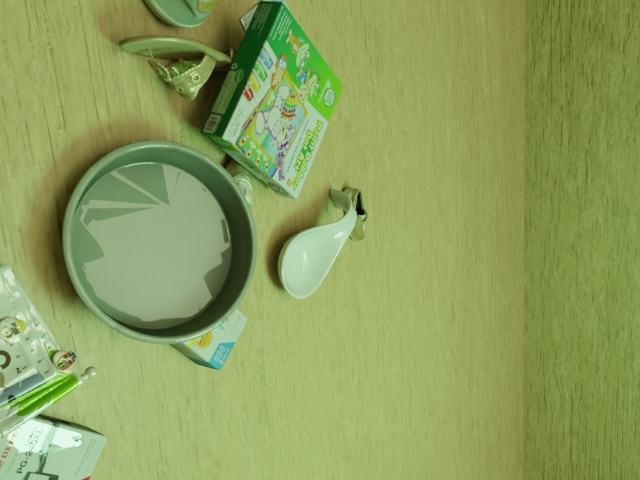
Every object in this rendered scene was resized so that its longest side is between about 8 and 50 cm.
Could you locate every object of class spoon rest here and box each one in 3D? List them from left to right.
[{"bbox_3d":[0.000,0.000,1.165,0.276,0.084,0.137,-57,135,-33],"label":"spoon rest"}]

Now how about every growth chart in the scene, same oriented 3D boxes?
[{"bbox_3d":[-0.394,0.117,0.651,0.172,0.021,0.237,-44,109,-46],"label":"growth chart"}]

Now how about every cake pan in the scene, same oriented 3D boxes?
[{"bbox_3d":[-0.229,0.003,0.822,0.293,0.054,0.293,6,81,-39],"label":"cake pan"}]

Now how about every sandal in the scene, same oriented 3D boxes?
[{"bbox_3d":[-0.194,-0.257,0.867,0.240,0.088,0.079,-17,102,-57],"label":"sandal"}]

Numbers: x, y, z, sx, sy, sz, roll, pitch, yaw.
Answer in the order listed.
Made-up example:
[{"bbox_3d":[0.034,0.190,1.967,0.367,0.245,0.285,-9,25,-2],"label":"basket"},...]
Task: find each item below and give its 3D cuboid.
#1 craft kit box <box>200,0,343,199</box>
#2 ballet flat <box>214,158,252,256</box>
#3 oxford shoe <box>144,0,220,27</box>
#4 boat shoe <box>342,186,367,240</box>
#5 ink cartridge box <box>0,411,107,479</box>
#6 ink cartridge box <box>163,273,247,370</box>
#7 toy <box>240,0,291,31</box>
[{"bbox_3d":[-0.071,-0.233,0.980,0.246,0.061,0.250,37,72,-60],"label":"craft kit box"},{"bbox_3d":[-0.152,-0.052,0.965,0.073,0.067,0.206,37,65,-48],"label":"ballet flat"},{"bbox_3d":[-0.246,-0.504,0.735,0.169,0.130,0.449,-54,132,-32],"label":"oxford shoe"},{"bbox_3d":[0.084,-0.058,1.302,0.050,0.045,0.135,-42,126,-43],"label":"boat shoe"},{"bbox_3d":[-0.370,0.282,0.716,0.150,0.063,0.109,42,61,-48],"label":"ink cartridge box"},{"bbox_3d":[-0.210,0.123,0.914,0.181,0.061,0.104,52,54,-42],"label":"ink cartridge box"},{"bbox_3d":[-0.047,-0.350,1.081,0.137,0.056,0.237,-56,135,-35],"label":"toy"}]
